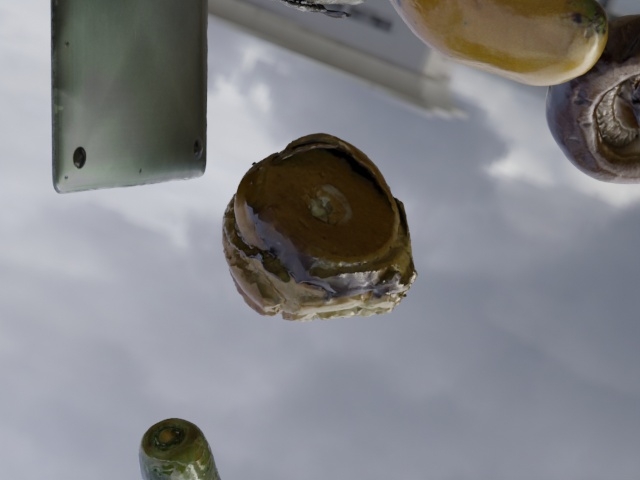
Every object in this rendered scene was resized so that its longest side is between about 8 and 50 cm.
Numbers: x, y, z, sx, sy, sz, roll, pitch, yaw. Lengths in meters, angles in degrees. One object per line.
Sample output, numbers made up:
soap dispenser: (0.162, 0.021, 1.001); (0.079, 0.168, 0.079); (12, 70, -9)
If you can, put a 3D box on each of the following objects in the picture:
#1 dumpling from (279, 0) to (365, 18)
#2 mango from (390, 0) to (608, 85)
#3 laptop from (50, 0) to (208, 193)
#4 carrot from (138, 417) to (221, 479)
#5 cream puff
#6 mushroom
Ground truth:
dumpling: (-0.062, -0.155, 0.892); (0.166, 0.086, 0.332); (11, -178, 4)
mango: (0.107, -0.156, 1.229); (0.190, 0.098, 0.075); (31, -128, 29)
laptop: (-0.117, -0.168, 1.181); (0.015, 0.269, 0.187); (4, -173, 25)
carrot: (-0.120, 0.305, 1.918); (0.074, 0.358, 0.074); (-5, -132, 6)
cream puff: (0.000, 0.000, 1.234); (0.133, 0.104, 0.119); (25, -130, -10)
mushroom: (0.244, -0.105, 1.329); (0.170, 0.080, 0.135); (-9, 138, 24)
